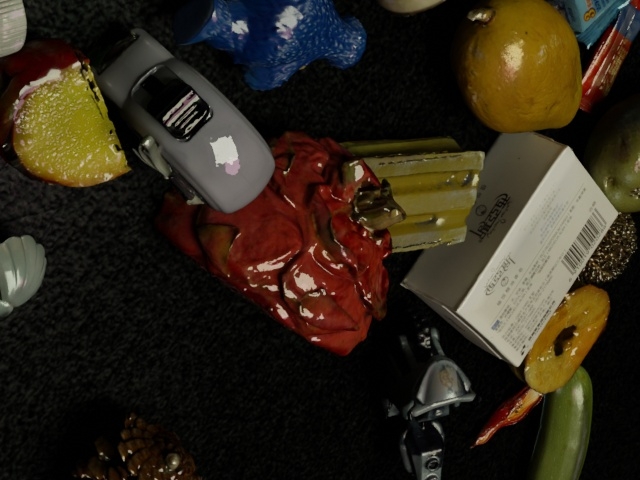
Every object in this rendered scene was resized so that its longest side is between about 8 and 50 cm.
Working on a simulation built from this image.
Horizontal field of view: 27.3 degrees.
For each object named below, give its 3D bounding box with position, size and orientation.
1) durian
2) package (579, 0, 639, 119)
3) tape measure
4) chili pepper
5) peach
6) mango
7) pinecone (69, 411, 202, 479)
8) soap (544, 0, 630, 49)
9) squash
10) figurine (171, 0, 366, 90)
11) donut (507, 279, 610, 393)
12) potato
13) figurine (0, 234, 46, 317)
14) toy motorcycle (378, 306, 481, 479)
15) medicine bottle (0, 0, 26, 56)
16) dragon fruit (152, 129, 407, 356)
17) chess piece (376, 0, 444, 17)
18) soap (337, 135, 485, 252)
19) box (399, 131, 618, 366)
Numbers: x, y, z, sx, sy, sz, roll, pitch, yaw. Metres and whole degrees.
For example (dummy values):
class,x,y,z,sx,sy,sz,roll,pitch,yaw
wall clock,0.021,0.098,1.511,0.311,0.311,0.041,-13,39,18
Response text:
class,x,y,z,sx,sy,sz,roll,pitch,yaw
durian,0.433,0.001,2.023,0.188,0.091,0.148,18,98,-46
package,0.423,-0.278,1.912,0.083,0.022,0.200,22,94,-49
tape measure,-0.136,-0.105,1.332,0.105,0.178,0.196,-45,136,-6
chili pepper,0.294,0.275,2.081,0.178,0.027,0.045,-38,129,-25
peach,-0.256,-0.123,1.270,0.127,0.092,0.172,-52,144,1
mango,0.263,-0.223,1.713,0.317,0.119,0.176,21,88,-53
pinecone,-0.216,0.287,1.494,0.173,0.173,0.173,-23,126,-35
soap,0.335,-0.407,1.714,0.156,0.077,0.293,-43,135,-18
squash,0.393,0.352,2.179,0.094,0.094,0.341,-10,115,-42
figurine,-0.034,-0.237,1.406,0.262,0.121,0.164,-5,111,-46
donut,0.359,0.139,2.040,0.174,0.074,0.190,8,110,-48
potato,0.490,-0.143,1.956,0.251,0.159,0.174,-40,170,-39
figurine,-0.318,0.034,1.317,0.086,0.082,0.094,-68,152,-18
toy motorcycle,0.146,0.230,1.817,0.106,0.159,0.270,-11,119,-17
medicine bottle,-0.358,-0.182,1.138,0.188,0.088,0.132,-24,126,-34
dragon fruit,0.000,0.000,1.482,0.317,0.152,0.205,33,95,-34
chess piece,0.065,-0.381,1.421,0.143,0.143,0.261,-50,133,-13
soap,0.097,-0.058,1.668,0.233,0.076,0.135,-9,118,-41
box,0.269,0.008,1.843,0.274,0.116,0.203,-56,138,-5
